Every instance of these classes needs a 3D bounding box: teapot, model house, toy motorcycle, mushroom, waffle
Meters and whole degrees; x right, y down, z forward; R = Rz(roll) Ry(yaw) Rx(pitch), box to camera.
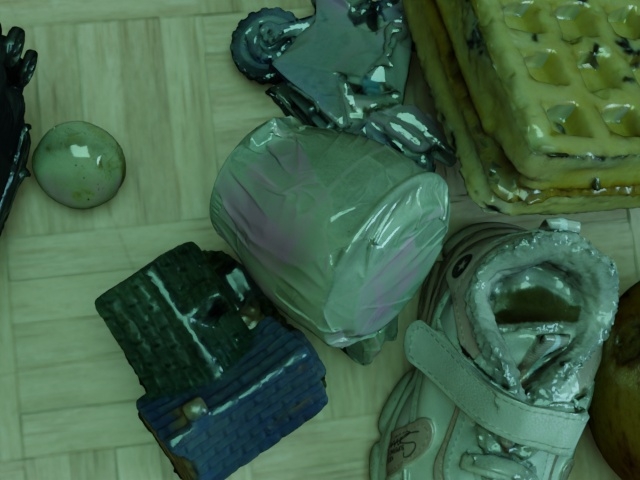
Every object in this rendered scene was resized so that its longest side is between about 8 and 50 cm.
[{"bbox_3d":[0.008,-0.012,0.921,0.178,0.221,0.163,35,87,24],"label":"teapot"},{"bbox_3d":[-0.092,0.098,0.917,0.166,0.172,0.183,-34,87,-10],"label":"model house"},{"bbox_3d":[0.057,-0.163,1.009,0.204,0.108,0.239,-39,89,-12],"label":"toy motorcycle"},{"bbox_3d":[-0.217,-0.069,0.976,0.084,0.083,0.067,5,37,-7],"label":"mushroom"},{"bbox_3d":[0.280,-0.147,0.962,0.376,0.114,0.260,-1,58,-24],"label":"waffle"}]

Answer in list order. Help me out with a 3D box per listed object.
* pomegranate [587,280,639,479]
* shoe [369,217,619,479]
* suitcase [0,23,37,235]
[{"bbox_3d":[0.367,0.134,0.935,0.264,0.264,0.264,1,81,-8],"label":"pomegranate"},{"bbox_3d":[0.146,0.141,0.931,0.172,0.198,0.350,8,79,-5],"label":"shoe"},{"bbox_3d":[-0.422,0.001,0.870,0.283,0.194,0.433,19,80,-3],"label":"suitcase"}]
